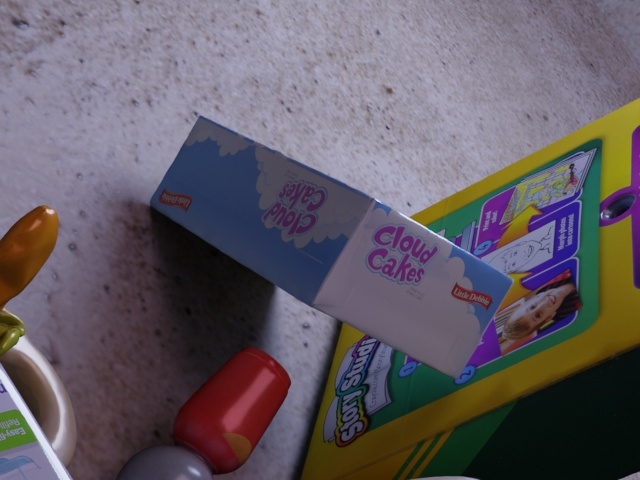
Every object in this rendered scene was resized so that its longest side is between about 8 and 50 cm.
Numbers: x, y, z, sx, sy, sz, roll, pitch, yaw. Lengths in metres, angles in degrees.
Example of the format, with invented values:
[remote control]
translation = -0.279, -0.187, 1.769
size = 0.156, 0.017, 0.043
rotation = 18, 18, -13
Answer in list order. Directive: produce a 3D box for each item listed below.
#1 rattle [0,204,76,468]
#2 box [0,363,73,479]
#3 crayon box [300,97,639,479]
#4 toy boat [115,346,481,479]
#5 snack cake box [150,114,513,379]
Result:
[rattle]
translation = -0.156, 0.106, 0.845
size = 0.199, 0.143, 0.130
rotation = 61, 11, 25
[box]
translation = -0.210, 0.191, 0.615
size = 0.262, 0.127, 0.231
rotation = -13, 61, -52
[crayon box]
translation = 0.159, 0.066, 1.150
size = 0.106, 0.313, 0.363
rotation = 51, 28, -20
[toy boat]
translation = 0.021, 0.215, 0.939
size = 0.318, 0.267, 0.148
rotation = 37, 63, 3
[snack cake box]
translation = 0.000, 0.000, 1.089
size = 0.152, 0.089, 0.264
rotation = 31, -1, -36
